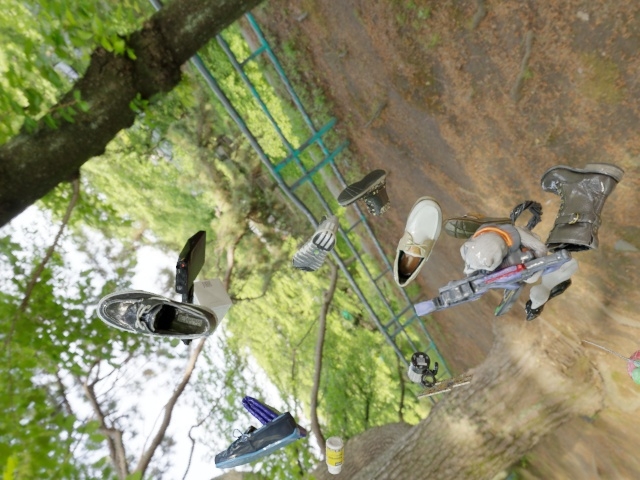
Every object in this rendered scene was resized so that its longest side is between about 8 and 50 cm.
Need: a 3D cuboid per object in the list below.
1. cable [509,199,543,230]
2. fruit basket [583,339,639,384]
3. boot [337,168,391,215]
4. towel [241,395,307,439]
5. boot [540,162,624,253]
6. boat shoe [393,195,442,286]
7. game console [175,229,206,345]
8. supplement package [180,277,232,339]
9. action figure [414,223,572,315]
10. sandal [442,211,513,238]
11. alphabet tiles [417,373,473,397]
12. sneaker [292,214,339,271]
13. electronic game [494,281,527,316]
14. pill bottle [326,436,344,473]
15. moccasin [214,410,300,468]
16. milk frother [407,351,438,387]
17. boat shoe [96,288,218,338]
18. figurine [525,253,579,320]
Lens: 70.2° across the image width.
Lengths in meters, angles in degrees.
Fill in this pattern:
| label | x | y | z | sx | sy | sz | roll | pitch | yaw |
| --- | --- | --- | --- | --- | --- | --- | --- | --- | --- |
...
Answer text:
| label | x | y | z | sx | sy | sz | roll | pitch | yaw |
| --- | --- | --- | --- | --- | --- | --- | --- | --- | --- |
| cable | 0.700 | -0.068 | 1.561 | 0.184 | 0.150 | 0.047 | 74 | 171 | -48 |
| fruit basket | 0.968 | 0.396 | 1.273 | 0.353 | 0.165 | 0.327 | 20 | -179 | 4 |
| boot | 0.187 | -0.160 | 1.852 | 0.085 | 0.236 | 0.179 | 37 | 157 | 46 |
| towel | -0.203 | 0.783 | 1.987 | 0.227 | 0.076 | 0.308 | 21 | 160 | 30 |
| boot | 0.618 | -0.076 | 1.151 | 0.091 | 0.229 | 0.263 | 27 | 176 | -11 |
| boat shoe | 0.300 | 0.014 | 1.405 | 0.113 | 0.103 | 0.302 | 16 | 124 | 11 |
| game console | -0.415 | 0.160 | 1.461 | 0.044 | 0.361 | 0.213 | 8 | -157 | -2 |
| supplement package | -0.483 | 0.285 | 1.854 | 0.139 | 0.244 | 0.134 | -7 | -126 | -43 |
| action figure | 0.362 | 0.043 | 1.045 | 0.330 | 0.341 | 0.179 | 11 | -123 | -67 |
| sandal | 0.458 | -0.054 | 1.341 | 0.090 | 0.219 | 0.060 | 100 | 163 | -54 |
| alphabet tiles | 0.575 | 0.657 | 2.075 | 0.198 | 0.237 | 0.009 | -2 | -110 | -64 |
| sneaker | 0.000 | 0.000 | 1.370 | 0.086 | 0.132 | 0.228 | 32 | 142 | -11 |
| electronic game | 0.735 | 0.195 | 1.747 | 0.048 | 0.229 | 0.229 | 32 | 168 | 17 |
| pill bottle | 0.053 | 0.783 | 1.658 | 0.065 | 0.065 | 0.116 | -148 | 56 | -67 |
| moccasin | -0.243 | 0.758 | 1.728 | 0.138 | 0.342 | 0.117 | 70 | 178 | -56 |
| milk frother | 0.439 | 0.583 | 1.971 | 0.129 | 0.143 | 0.135 | 17 | 141 | 18 |
| boat shoe | -0.409 | 0.189 | 1.124 | 0.301 | 0.108 | 0.102 | 13 | 175 | -2 |
| figurine | 0.777 | 0.167 | 1.559 | 0.092 | 0.209 | 0.215 | 36 | 168 | 31 |
